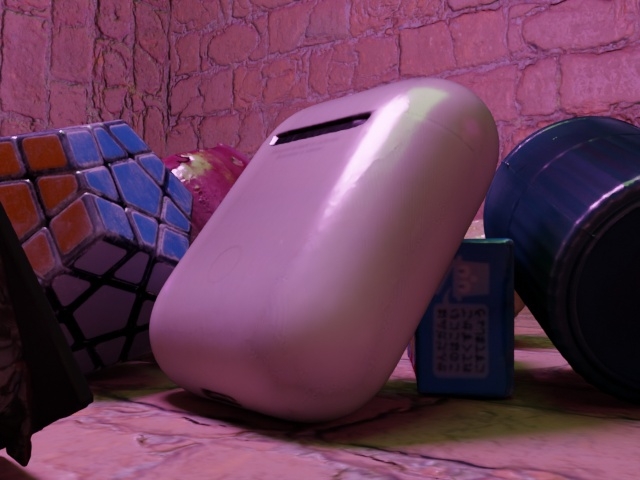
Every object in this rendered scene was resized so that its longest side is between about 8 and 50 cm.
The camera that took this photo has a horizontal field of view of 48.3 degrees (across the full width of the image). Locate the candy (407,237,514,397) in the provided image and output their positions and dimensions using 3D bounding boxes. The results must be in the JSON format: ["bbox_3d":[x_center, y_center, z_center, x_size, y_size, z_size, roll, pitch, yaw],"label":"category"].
[{"bbox_3d":[0.154,0.081,0.840,0.100,0.157,0.306,0,-2,6],"label":"candy"}]

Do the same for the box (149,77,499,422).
[{"bbox_3d":[-0.001,-0.001,0.677,0.288,0.349,0.141,-4,-43,51],"label":"box"}]

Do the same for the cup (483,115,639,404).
[{"bbox_3d":[0.330,0.033,0.752,0.242,0.308,0.292,-26,12,10],"label":"cup"}]

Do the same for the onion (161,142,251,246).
[{"bbox_3d":[-0.231,0.025,1.125,0.358,0.345,0.358,-12,-11,-2],"label":"onion"}]

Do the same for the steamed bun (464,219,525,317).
[{"bbox_3d":[0.219,0.083,1.251,0.289,0.203,0.276,-13,8,-4],"label":"steamed bun"}]

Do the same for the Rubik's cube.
[{"bbox_3d":[-0.297,0.007,0.814,0.264,0.319,0.319,-32,-16,22],"label":"Rubik's cube"}]

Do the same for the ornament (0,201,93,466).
[{"bbox_3d":[-0.254,0.078,0.360,0.196,0.166,0.153,-25,-5,-46],"label":"ornament"}]
